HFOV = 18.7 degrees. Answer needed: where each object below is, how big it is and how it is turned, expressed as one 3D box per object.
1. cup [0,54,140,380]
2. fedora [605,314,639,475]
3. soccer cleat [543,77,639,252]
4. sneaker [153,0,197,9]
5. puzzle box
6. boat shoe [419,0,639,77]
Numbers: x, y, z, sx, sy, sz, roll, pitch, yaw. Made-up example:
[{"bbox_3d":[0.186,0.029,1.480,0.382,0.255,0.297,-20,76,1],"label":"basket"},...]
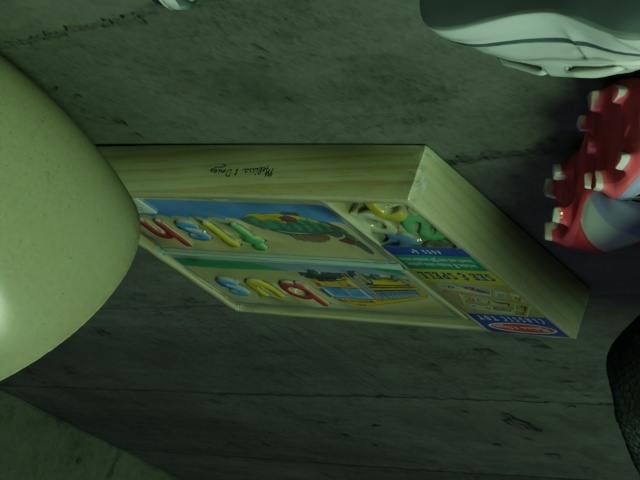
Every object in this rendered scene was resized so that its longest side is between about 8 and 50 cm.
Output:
[{"bbox_3d":[-0.343,-0.049,1.578,0.331,0.331,0.237,5,132,36],"label":"cup"},{"bbox_3d":[0.307,0.116,1.322,0.152,0.334,0.334,-36,131,28],"label":"fedora"},{"bbox_3d":[0.220,-0.049,1.336,0.095,0.083,0.248,2,162,-6],"label":"soccer cleat"},{"bbox_3d":[-0.174,-0.221,1.177,0.163,0.086,0.226,-3,144,25],"label":"sneaker"},{"bbox_3d":[0.000,0.000,1.719,0.409,0.052,0.272,2,156,41],"label":"puzzle box"},{"bbox_3d":[0.171,-0.139,1.112,0.084,0.095,0.258,28,171,-37],"label":"boat shoe"}]
